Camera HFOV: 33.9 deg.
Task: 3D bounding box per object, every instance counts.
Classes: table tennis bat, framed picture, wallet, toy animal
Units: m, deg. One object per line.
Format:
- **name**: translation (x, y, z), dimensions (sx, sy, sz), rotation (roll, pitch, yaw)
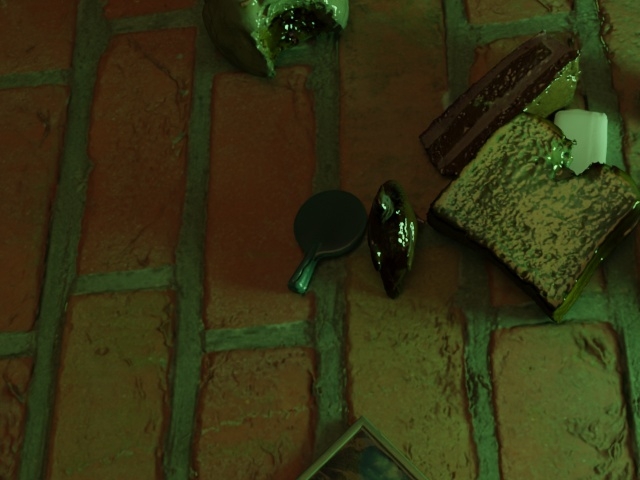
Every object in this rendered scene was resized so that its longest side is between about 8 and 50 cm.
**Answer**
- **table tennis bat**: translation (0.000, 0.000, 1.734), dimensions (0.124, 0.033, 0.201), rotation (18, 65, 22)
- **framed picture**: translation (0.081, 0.398, 1.517), dimensions (0.184, 0.016, 0.250), rotation (-41, 63, -10)
- **wallet**: translation (0.419, -0.134, 1.719), dimensions (0.095, 0.033, 0.190), rotation (4, 65, 12)
- **toy animal**: translation (0.109, -0.001, 1.638), dimensions (0.089, 0.179, 0.188), rotation (-1, 89, 13)

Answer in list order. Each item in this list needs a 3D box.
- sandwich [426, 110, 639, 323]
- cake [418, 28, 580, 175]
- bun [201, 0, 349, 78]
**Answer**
- **sandwich**: translation (0.337, -0.051, 1.633), dimensions (0.273, 0.095, 0.249), rotation (40, 88, 25)
- **cake**: translation (0.306, -0.218, 1.767), dimensions (0.295, 0.113, 0.116), rotation (-37, 56, 4)
- **bun**: translation (-0.093, -0.457, 1.893), dimensions (0.281, 0.205, 0.282), rotation (-5, 60, 9)
